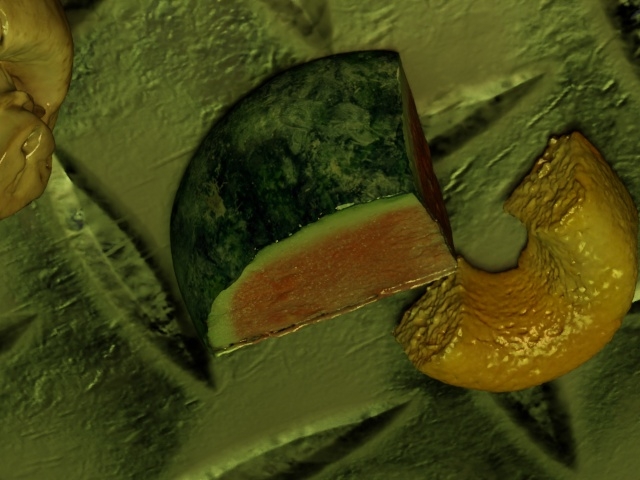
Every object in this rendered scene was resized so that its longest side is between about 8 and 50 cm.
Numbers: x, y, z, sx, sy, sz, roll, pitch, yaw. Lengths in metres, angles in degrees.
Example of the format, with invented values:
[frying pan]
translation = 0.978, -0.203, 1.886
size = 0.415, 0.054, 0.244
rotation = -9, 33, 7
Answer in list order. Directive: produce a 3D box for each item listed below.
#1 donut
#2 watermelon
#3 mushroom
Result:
[donut]
translation = 0.199, 0.042, 1.726
size = 0.152, 0.101, 0.259
rotation = 28, 113, -23
[watermelon]
translation = 0.000, 0.000, 1.670
size = 0.226, 0.148, 0.318
rotation = 24, 120, -23
[mushroom]
translation = -0.271, -0.133, 1.530
size = 0.195, 0.253, 0.189
rotation = 34, 86, 22
